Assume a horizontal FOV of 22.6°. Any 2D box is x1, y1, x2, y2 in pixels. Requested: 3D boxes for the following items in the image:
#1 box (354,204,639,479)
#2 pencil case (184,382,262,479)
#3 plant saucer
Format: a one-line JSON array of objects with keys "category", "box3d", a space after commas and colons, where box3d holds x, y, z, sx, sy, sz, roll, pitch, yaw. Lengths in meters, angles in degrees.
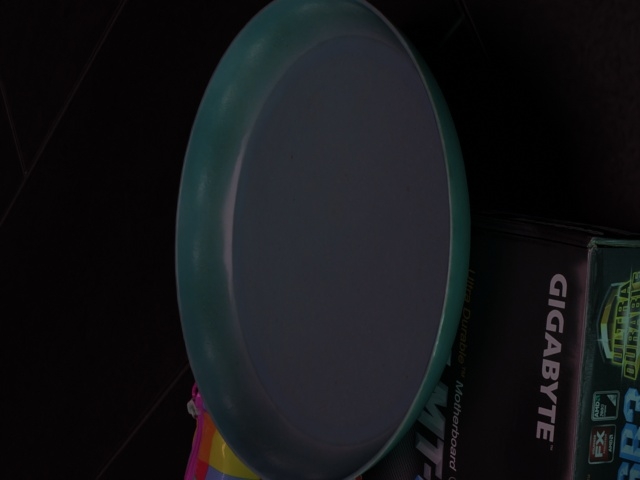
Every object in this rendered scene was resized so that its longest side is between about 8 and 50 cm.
[{"category": "box", "box3d": [0.082, 0.125, 0.996, 0.293, 0.073, 0.296, 14, 102, 58]}, {"category": "pencil case", "box3d": [-0.065, 0.200, 1.201, 0.104, 0.104, 0.236, 31, 117, 53]}, {"category": "plant saucer", "box3d": [0.000, 0.000, 1.020, 0.317, 0.043, 0.318, -7, 82, 56]}]
